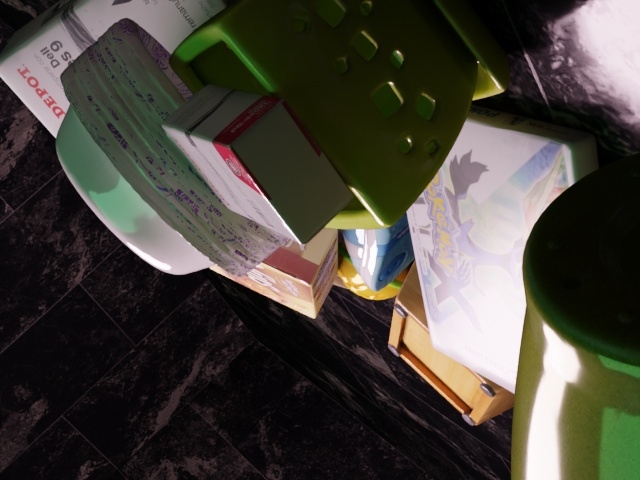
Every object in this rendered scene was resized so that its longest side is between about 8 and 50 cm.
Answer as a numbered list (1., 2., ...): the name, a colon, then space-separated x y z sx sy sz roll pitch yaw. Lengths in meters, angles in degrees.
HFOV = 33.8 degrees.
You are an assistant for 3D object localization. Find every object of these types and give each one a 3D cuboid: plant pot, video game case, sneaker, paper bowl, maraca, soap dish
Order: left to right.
1. paper bowl: -0.159 -0.078 1.096 0.284 0.148 0.284 49 -176 -5
2. plant pot: 0.024 -0.158 0.968 0.228 0.207 0.227 50 166 -14
3. sneaker: 0.039 -0.075 1.372 0.208 0.127 0.319 39 156 23
4. maraca: 0.089 0.041 1.630 0.127 0.099 0.185 37 -171 22
5. soap dish: 0.204 0.145 1.516 0.229 0.118 0.291 43 166 15
6. video game case: 0.189 0.019 1.108 0.300 0.036 0.329 27 135 56
7. plant pot: 0.292 0.131 0.774 0.366 0.366 0.353 32 150 48

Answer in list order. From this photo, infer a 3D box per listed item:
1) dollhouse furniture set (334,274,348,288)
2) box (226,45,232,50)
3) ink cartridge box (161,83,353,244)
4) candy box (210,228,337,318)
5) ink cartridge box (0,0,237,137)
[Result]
1. dollhouse furniture set: 0.000 0.000 1.801 0.183 0.129 0.129 19 177 -21
2. box: -0.116 -0.167 1.256 0.087 0.232 0.058 37 -155 -22
3. ink cartridge box: -0.056 -0.068 0.888 0.109 0.063 0.150 52 166 -29
4. candy box: -0.073 0.014 1.440 0.183 0.087 0.316 25 169 6
5. ink cartridge box: -0.224 -0.232 1.321 0.211 0.289 0.121 52 -161 -26
